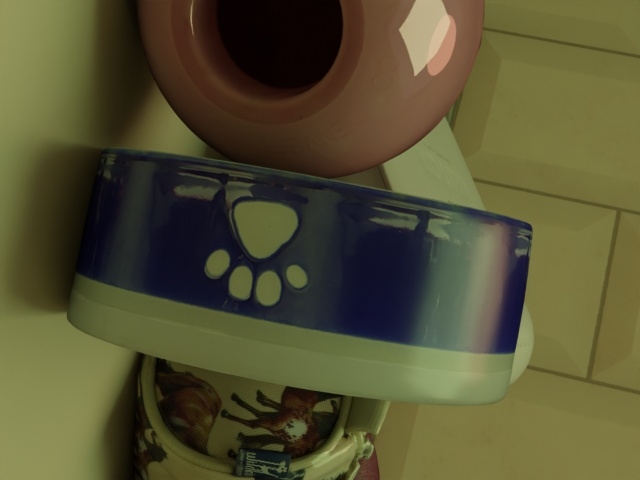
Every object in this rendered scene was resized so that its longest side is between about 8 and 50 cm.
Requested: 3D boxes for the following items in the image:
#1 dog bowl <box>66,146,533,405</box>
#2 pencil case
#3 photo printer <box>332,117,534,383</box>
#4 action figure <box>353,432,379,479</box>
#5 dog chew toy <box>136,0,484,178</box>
[{"bbox_3d":[-0.010,0.019,0.666,0.265,0.264,0.104,8,93,-80],"label":"dog bowl"},{"bbox_3d":[-0.060,0.258,0.914,0.160,0.183,0.410,-48,152,-48],"label":"pencil case"},{"bbox_3d":[0.066,-0.014,0.935,0.256,0.107,0.308,26,40,-56],"label":"photo printer"},{"bbox_3d":[-0.019,0.152,1.219,0.275,0.248,0.370,0,91,-37],"label":"action figure"},{"bbox_3d":[0.015,-0.163,0.735,0.332,0.206,0.207,-49,150,-66],"label":"dog chew toy"}]
